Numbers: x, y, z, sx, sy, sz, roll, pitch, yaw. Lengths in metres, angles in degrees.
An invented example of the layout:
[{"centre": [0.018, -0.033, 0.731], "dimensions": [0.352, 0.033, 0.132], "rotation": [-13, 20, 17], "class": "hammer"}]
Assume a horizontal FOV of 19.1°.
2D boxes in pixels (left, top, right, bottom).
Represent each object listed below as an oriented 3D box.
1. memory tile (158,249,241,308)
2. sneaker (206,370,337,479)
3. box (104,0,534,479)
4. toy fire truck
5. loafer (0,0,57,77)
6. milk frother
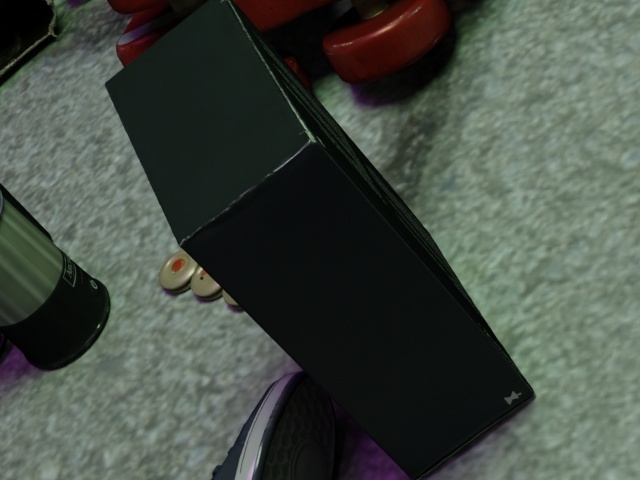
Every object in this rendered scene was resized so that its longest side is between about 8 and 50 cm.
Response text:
[{"centre": [-0.050, -0.001, 1.402], "dimensions": [0.148, 0.012, 0.113], "rotation": [10, 61, 44], "class": "memory tile"}, {"centre": [-0.089, 0.181, 1.208], "dimensions": [0.163, 0.086, 0.226], "rotation": [-2, 55, 36], "class": "sneaker"}, {"centre": [0.000, 0.000, 1.161], "dimensions": [0.103, 0.261, 0.184], "rotation": [-39, 39, 4], "class": "box"}, {"centre": [-0.022, -0.222, 1.483], "dimensions": [0.302, 0.169, 0.254], "rotation": [-25, 24, 19], "class": "toy fire truck"}, {"centre": [-0.382, -0.138, 1.695], "dimensions": [0.366, 0.134, 0.130], "rotation": [-47, 44, -15], "class": "loafer"}, {"centre": [-0.262, 0.037, 1.447], "dimensions": [0.143, 0.135, 0.129], "rotation": [-43, 38, -1], "class": "milk frother"}]
